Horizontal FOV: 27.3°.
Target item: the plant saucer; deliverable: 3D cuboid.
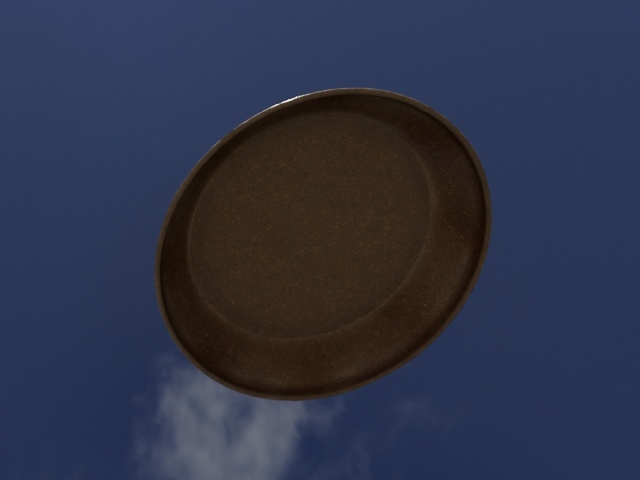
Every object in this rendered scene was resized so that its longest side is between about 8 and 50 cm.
[{"bbox_3d":[0.000,0.000,0.747,0.198,0.036,0.199,-9,-59,-16],"label":"plant saucer"}]
